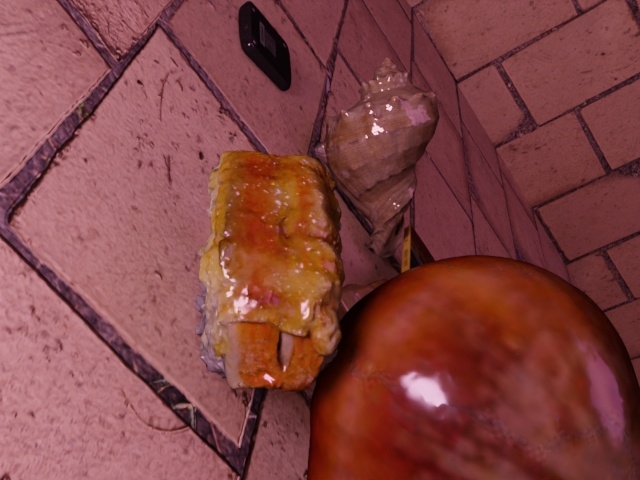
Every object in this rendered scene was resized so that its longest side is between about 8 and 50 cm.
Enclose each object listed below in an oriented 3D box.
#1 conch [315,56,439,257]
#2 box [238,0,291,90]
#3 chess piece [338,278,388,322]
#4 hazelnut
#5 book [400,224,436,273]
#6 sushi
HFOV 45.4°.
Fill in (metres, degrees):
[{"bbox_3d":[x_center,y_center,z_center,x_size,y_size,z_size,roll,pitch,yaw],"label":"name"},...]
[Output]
[{"bbox_3d":[0.101,-0.147,1.315,0.186,0.323,0.263,22,17,20],"label":"conch"},{"bbox_3d":[-0.089,-0.326,1.289,0.125,0.027,0.126,41,32,-43],"label":"box"},{"bbox_3d":[0.112,0.190,1.061,0.300,0.137,0.137,60,22,3],"label":"chess piece"},{"bbox_3d":[0.155,0.219,0.777,0.359,0.360,0.409,-1,91,-65],"label":"hazelnut"},{"bbox_3d":[0.207,0.125,1.249,0.262,0.028,0.374,56,14,-7],"label":"book"},{"bbox_3d":[-0.051,0.021,0.754,0.140,0.184,0.274,7,54,-8],"label":"sushi"}]
